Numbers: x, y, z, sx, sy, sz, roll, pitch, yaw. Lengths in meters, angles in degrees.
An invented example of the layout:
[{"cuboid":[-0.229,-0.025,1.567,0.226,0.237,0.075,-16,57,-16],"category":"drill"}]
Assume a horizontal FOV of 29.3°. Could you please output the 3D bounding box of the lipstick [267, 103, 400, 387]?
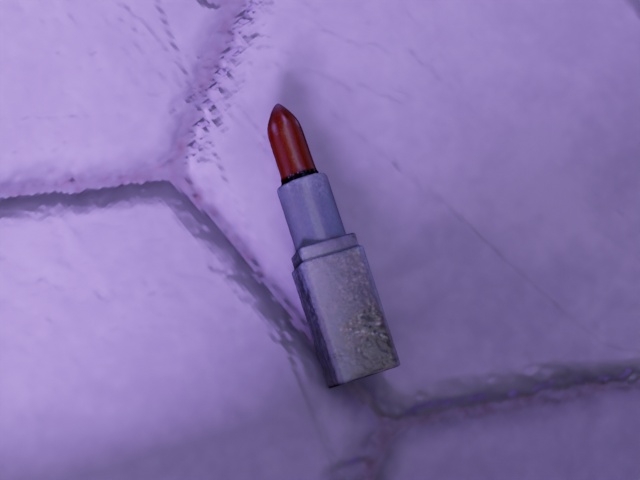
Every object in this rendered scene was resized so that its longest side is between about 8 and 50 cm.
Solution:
[{"cuboid":[0.000,0.000,0.550,0.030,0.030,0.129,-16,83,-12],"category":"lipstick"}]
